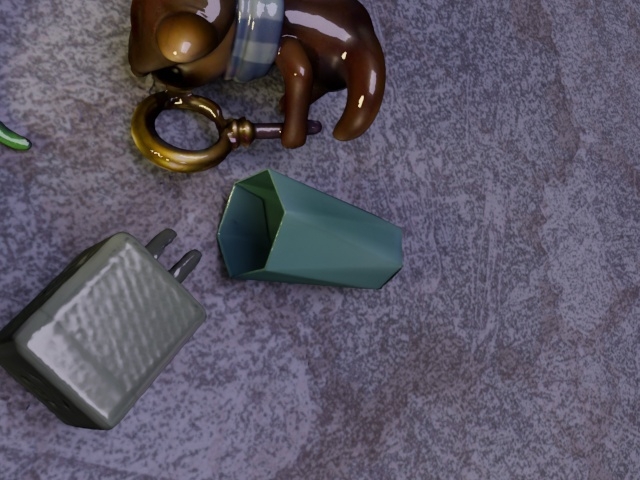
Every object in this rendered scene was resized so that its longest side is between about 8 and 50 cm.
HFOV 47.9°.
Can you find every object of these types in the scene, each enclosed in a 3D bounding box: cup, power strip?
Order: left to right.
[{"bbox_3d":[-0.226,0.079,0.795,0.139,0.140,0.224,48,56,-16],"label":"power strip"},{"bbox_3d":[0.000,0.000,0.972,0.236,0.134,0.148,13,45,-36],"label":"cup"}]

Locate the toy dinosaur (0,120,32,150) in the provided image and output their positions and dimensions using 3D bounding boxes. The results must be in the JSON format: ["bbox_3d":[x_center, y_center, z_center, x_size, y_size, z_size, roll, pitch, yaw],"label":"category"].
[{"bbox_3d":[-0.337,-0.399,0.791,0.374,0.144,0.500,-36,114,-13],"label":"toy dinosaur"}]

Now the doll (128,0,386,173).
[{"bbox_3d":[-0.082,-0.245,0.930,0.340,0.209,0.318,2,74,-32],"label":"doll"}]
